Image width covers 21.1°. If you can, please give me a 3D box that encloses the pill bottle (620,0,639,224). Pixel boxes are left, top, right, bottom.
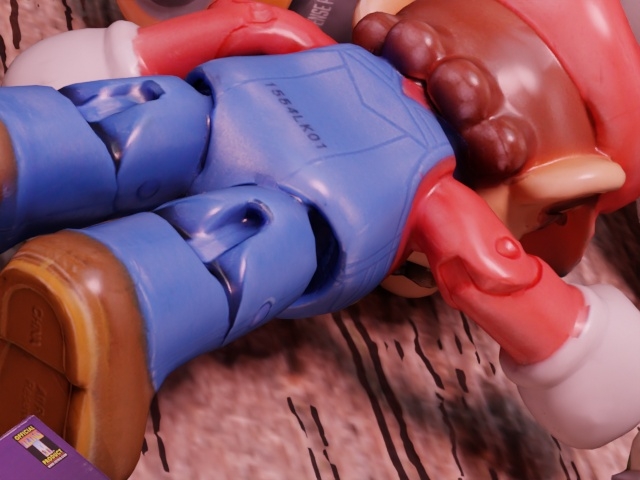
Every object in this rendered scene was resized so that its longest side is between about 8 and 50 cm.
[{"bbox_3d":[0.246,-0.003,0.759,0.169,0.169,0.301,4,41,-40],"label":"pill bottle"}]

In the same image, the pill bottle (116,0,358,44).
[{"bbox_3d":[0.021,-0.128,0.771,0.245,0.130,0.130,-9,50,-48],"label":"pill bottle"}]

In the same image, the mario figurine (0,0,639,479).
[{"bbox_3d":[0.000,0.000,0.615,0.320,0.170,0.198,-17,92,-40],"label":"mario figurine"}]

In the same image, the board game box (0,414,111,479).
[{"bbox_3d":[-0.069,0.130,0.392,0.141,0.048,0.170,39,30,8],"label":"board game box"}]

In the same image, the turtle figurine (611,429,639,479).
[{"bbox_3d":[0.159,0.133,0.508,0.198,0.275,0.266,33,6,15],"label":"turtle figurine"}]
